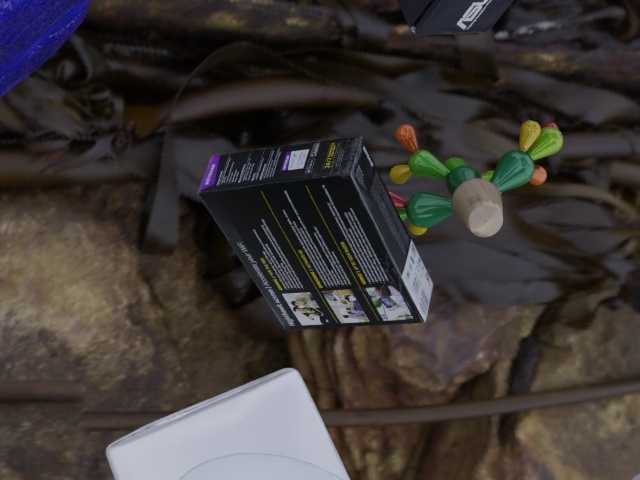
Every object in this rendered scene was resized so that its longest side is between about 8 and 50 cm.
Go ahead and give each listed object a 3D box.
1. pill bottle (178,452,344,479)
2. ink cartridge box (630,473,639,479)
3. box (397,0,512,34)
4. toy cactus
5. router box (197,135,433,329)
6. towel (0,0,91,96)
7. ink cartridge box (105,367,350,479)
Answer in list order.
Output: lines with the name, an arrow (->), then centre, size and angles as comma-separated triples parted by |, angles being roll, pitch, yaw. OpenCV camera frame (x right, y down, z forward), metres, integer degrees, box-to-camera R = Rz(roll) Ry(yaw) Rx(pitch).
pill bottle -> -0.037, 0.197, 0.480 | 0.117, 0.117, 0.208 | 0, 119, -26
ink cartridge box -> 0.208, 0.160, 0.582 | 0.115, 0.198, 0.067 | 38, 62, 8
box -> 0.114, -0.423, 0.989 | 0.097, 0.318, 0.395 | -5, 64, -33
toy cactus -> 0.153, -0.061, 1.193 | 0.219, 0.180, 0.112 | -15, 112, 2
router box -> 0.000, 0.000, 0.946 | 0.179, 0.133, 0.046 | 62, 33, -41
towel -> -0.205, -0.155, 0.786 | 0.076, 0.308, 0.227 | 43, 63, -12
ink cartridge box -> -0.027, 0.252, 0.767 | 0.131, 0.306, 0.226 | -22, 64, -14
